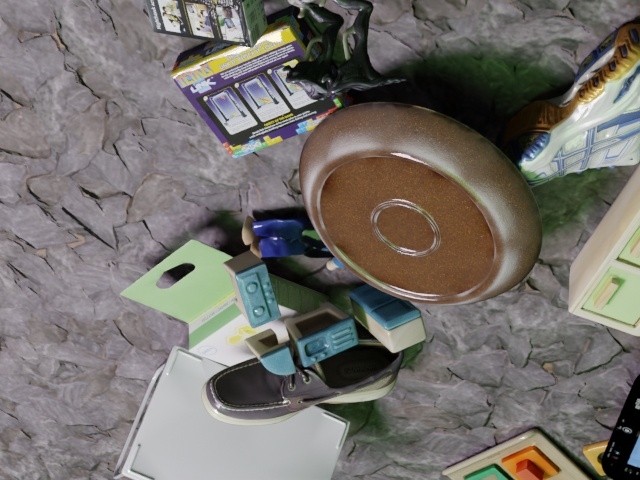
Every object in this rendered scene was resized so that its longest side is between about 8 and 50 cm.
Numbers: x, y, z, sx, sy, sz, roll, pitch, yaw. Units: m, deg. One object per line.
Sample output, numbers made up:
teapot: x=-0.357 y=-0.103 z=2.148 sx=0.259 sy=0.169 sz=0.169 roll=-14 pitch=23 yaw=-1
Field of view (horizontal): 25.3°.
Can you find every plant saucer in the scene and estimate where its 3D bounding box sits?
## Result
plant saucer: x=0.108 y=-0.026 z=1.688 sx=0.311 sy=0.050 sz=0.310 roll=17 pitch=139 yaw=15

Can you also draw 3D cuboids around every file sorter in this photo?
file sorter: x=-0.137 y=0.305 z=2.048 sx=0.278 sy=0.192 sz=0.173 roll=25 pitch=160 yaw=-12

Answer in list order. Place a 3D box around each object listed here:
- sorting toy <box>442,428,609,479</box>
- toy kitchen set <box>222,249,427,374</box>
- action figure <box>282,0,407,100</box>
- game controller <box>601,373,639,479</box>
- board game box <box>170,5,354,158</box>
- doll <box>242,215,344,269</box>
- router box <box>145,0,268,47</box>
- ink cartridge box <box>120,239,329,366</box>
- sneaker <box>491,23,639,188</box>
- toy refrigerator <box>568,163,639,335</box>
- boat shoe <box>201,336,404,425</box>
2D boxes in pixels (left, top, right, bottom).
sorting toy: x=0.309 y=0.374 z=2.136 sx=0.348 sy=0.047 sz=0.196 roll=-32 pitch=120 yaw=34
toy kitchen set: x=0.005 y=0.074 z=1.814 sx=0.207 sy=0.122 sz=0.166 roll=-23 pitch=118 yaw=-16
action figure: x=0.010 y=-0.291 z=1.504 sx=0.164 sy=0.141 sz=0.275 roll=-6 pitch=95 yaw=54
game controller: x=0.483 y=0.266 z=1.925 sx=0.167 sy=0.067 sz=0.319 roll=10 pitch=145 yaw=5
board game box: x=-0.068 y=-0.184 z=1.684 sx=0.170 sy=0.048 sz=0.141 roll=-18 pitch=125 yaw=27
doll: x=0.000 y=0.000 z=1.846 sx=0.189 sy=0.046 sz=0.129 roll=-1 pitch=141 yaw=16
router box: x=-0.138 y=-0.304 z=1.565 sx=0.133 sy=0.046 sz=0.179 roll=12 pitch=137 yaw=23
ink cartridge box: x=-0.127 y=0.094 z=1.918 sx=0.235 sy=0.056 sz=0.171 roll=23 pitch=137 yaw=-36
sneaker: x=0.303 y=-0.112 z=1.629 sx=0.131 sy=0.112 sz=0.296 roll=34 pitch=131 yaw=-20
toy refrigerator: x=0.403 y=-0.006 z=1.719 sx=0.102 sy=0.094 sz=0.269 roll=20 pitch=135 yaw=-7
boat shoe: x=-0.019 y=0.178 z=1.921 sx=0.285 sy=0.102 sz=0.092 roll=-5 pitch=147 yaw=-21
